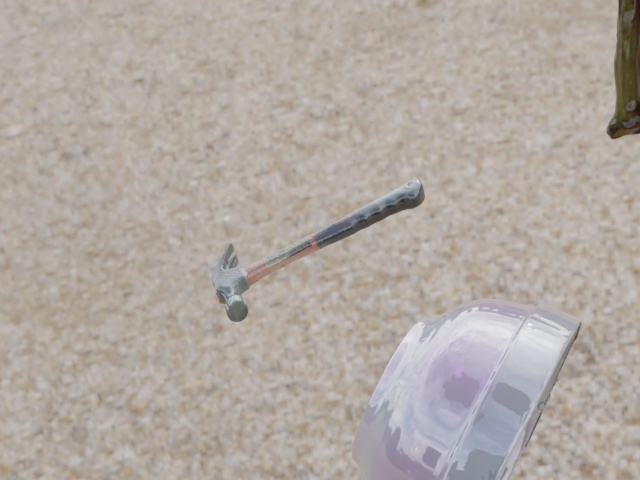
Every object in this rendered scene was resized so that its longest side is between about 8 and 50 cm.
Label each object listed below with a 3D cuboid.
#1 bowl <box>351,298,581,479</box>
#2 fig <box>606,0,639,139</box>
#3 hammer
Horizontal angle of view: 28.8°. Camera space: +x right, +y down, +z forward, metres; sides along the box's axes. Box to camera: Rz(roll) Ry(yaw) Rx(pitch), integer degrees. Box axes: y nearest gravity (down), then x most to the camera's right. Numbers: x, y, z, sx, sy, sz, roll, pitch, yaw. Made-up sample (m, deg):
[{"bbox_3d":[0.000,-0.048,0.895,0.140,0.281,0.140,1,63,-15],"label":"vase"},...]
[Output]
[{"bbox_3d":[0.129,0.175,1.210,0.143,0.287,0.287,26,40,15],"label":"bowl"},{"bbox_3d":[0.187,-0.221,0.684,0.190,0.290,0.190,-24,7,3],"label":"fig"},{"bbox_3d":[0.000,-0.001,1.517,0.287,0.033,0.111,-26,38,-7],"label":"hammer"}]
